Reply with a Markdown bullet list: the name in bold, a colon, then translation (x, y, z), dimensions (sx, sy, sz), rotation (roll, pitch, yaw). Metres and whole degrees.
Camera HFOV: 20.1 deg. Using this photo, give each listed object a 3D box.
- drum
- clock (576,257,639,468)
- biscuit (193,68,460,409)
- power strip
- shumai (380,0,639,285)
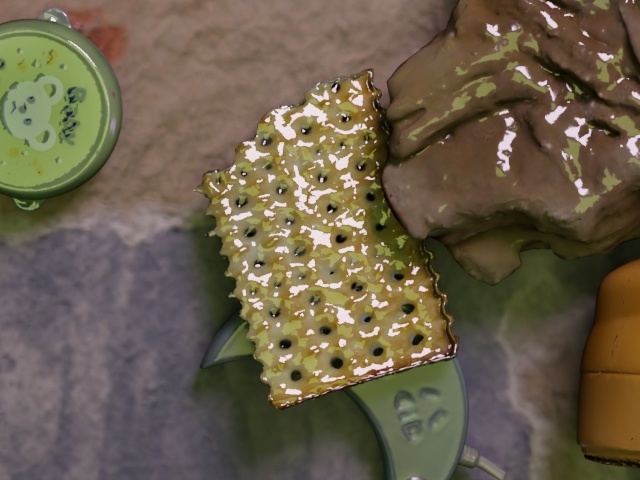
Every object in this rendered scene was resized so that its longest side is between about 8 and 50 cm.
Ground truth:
- **drum**: translation (-0.254, -0.078, 1.166), dimensions (0.253, 0.049, 0.130), rotation (-5, 98, 0)
- **clock**: translation (0.323, 0.083, 1.153), dimensions (0.317, 0.244, 0.200), rotation (2, 82, -1)
- **biscuit**: translation (0.000, 0.000, 1.182), dimensions (0.144, 0.016, 0.203), rotation (-18, 83, -9)
- **power strip**: translation (0.035, 0.106, 1.221), dimensions (0.216, 0.044, 0.137), rotation (43, 92, -9)
- **shumai**: translation (0.182, -0.120, 1.168), dimensions (0.346, 0.217, 0.283), rotation (47, 120, 0)
